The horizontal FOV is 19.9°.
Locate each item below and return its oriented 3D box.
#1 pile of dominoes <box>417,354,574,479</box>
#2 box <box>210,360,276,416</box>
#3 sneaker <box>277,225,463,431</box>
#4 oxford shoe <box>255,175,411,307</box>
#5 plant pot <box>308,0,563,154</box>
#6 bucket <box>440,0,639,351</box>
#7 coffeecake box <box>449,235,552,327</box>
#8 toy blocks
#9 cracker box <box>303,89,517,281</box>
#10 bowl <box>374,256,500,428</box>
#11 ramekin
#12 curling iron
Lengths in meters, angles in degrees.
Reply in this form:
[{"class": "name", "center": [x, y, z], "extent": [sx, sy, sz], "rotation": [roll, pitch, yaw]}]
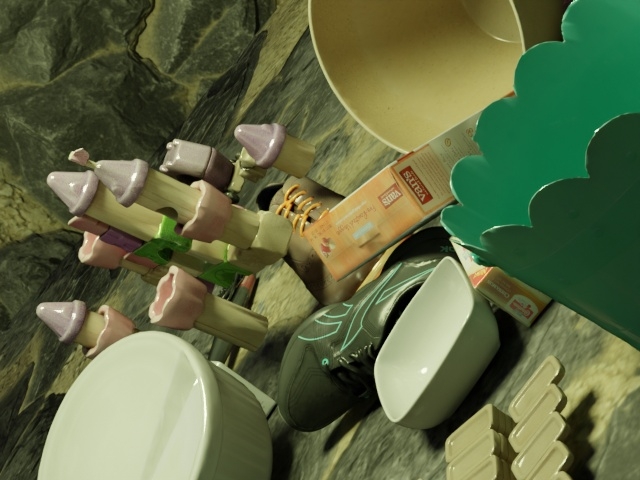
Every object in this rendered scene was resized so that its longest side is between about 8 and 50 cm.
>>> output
[{"class": "pile of dominoes", "center": [0.137, 0.227, 1.391], "extent": [0.196, 0.040, 0.251], "rotation": [-45, 25, 30]}, {"class": "box", "center": [-0.124, 0.202, 2.108], "extent": [0.101, 0.087, 0.102], "rotation": [-57, 15, -12]}, {"class": "sneaker", "center": [0.048, 0.098, 1.790], "extent": [0.267, 0.101, 0.106], "rotation": [-49, 18, 20]}, {"class": "oxford shoe", "center": [0.000, 0.000, 2.091], "extent": [0.130, 0.133, 0.364], "rotation": [-55, 15, -5]}, {"class": "plant pot", "center": [0.155, -0.251, 1.997], "extent": [0.191, 0.284, 0.284], "rotation": [-33, -4, -43]}, {"class": "bucket", "center": [0.245, -0.061, 1.374], "extent": [0.281, 0.183, 0.281], "rotation": [-48, 16, 18]}, {"class": "coffeecake box", "center": [0.209, -0.032, 1.647], "extent": [0.185, 0.068, 0.142], "rotation": [-52, 16, 11]}, {"class": "toy blocks", "center": [-0.195, -0.031, 2.059], "extent": [0.288, 0.260, 0.309], "rotation": [-28, 42, 60]}, {"class": "cracker box", "center": [0.110, -0.059, 1.839], "extent": [0.232, 0.067, 0.156], "rotation": [-33, -3, -43]}, {"class": "bowl", "center": [0.111, 0.100, 1.654], "extent": [0.142, 0.053, 0.142], "rotation": [-56, 17, 15]}, {"class": "ramekin", "center": [-0.168, 0.241, 1.930], "extent": [0.273, 0.127, 0.273], "rotation": [-26, 52, 37]}, {"class": "curling iron", "center": [-0.123, 0.117, 2.404], "extent": [0.068, 0.035, 0.274], "rotation": [-52, 13, 25]}]
